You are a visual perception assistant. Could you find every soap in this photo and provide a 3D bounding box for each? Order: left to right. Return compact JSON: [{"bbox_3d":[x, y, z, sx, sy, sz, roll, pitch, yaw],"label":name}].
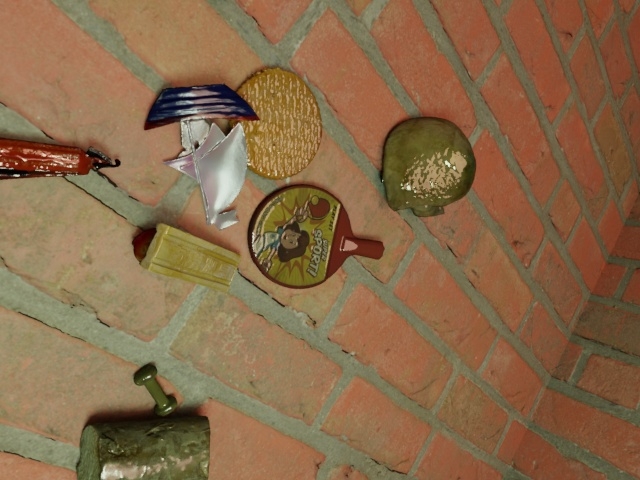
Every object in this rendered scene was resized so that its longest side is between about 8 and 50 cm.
[{"bbox_3d":[-0.257,0.042,0.903,0.252,0.037,0.092,33,78,-61],"label":"soap"}]

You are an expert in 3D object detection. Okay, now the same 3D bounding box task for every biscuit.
[{"bbox_3d":[-0.101,-0.268,1.013,0.253,0.035,0.254,-7,102,-34],"label":"biscuit"}]

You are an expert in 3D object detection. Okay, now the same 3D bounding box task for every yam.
[{"bbox_3d":[-0.355,0.457,0.909,0.267,0.161,0.162,13,92,-34],"label":"yam"}]

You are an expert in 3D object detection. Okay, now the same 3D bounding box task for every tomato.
[{"bbox_3d":[-0.338,0.013,0.875,0.075,0.087,0.087,43,72,-3],"label":"tomato"}]

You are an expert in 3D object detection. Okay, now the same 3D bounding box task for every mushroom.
[{"bbox_3d":[0.301,-0.195,1.223,0.217,0.211,0.292,-15,115,-41],"label":"mushroom"}]

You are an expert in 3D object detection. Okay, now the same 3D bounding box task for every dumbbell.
[{"bbox_3d":[-0.360,0.329,0.944,0.052,0.046,0.118,-31,116,-21],"label":"dumbbell"}]

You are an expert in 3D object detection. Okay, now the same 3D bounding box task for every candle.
[{"bbox_3d":[-0.505,-0.135,0.739,0.301,0.059,0.084,-3,113,-33],"label":"candle"}]

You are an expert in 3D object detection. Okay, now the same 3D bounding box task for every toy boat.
[{"bbox_3d":[-0.213,-0.185,0.913,0.219,0.072,0.318,-32,117,-4],"label":"toy boat"}]

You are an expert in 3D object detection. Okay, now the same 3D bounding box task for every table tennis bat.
[{"bbox_3d":[0.000,0.000,1.135,0.414,0.051,0.269,10,94,-34],"label":"table tennis bat"}]
